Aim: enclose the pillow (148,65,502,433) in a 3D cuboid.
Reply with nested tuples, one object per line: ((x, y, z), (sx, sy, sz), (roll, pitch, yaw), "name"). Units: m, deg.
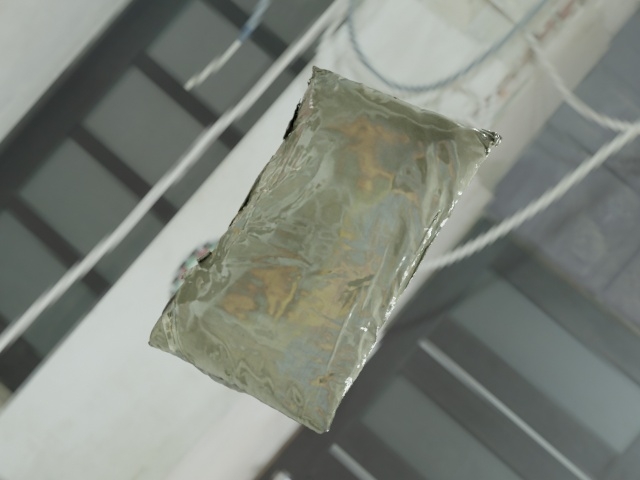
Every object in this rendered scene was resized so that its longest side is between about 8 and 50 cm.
((0.000, 0.000, 0.920), (0.148, 0.230, 0.050), (27, -8, 23), "pillow")
